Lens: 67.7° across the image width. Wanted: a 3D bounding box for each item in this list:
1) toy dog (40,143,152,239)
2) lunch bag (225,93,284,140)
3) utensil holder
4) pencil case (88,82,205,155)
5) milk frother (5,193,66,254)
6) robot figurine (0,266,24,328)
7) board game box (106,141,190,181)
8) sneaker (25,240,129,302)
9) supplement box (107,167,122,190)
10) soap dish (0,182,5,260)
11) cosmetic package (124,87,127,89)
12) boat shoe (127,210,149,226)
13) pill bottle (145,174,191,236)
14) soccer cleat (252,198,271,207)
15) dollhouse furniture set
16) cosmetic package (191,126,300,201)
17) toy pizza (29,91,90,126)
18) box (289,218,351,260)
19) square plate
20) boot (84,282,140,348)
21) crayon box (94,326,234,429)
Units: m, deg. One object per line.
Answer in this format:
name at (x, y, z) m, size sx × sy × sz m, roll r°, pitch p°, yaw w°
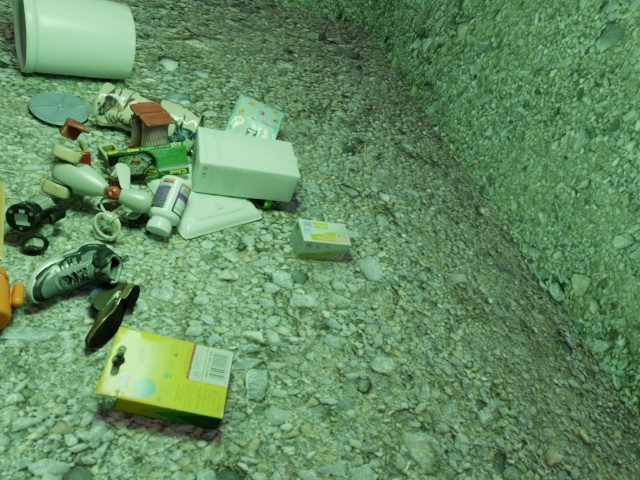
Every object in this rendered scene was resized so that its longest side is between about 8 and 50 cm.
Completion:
toy dog at (-0.721, -0.174, 1.544) m, size 0.334 × 0.220 × 0.161 m, roll 43°, pitch -2°, yaw -14°
lunch bag at (-0.302, -0.487, 2.108) m, size 0.224 × 0.160 × 0.262 m, roll 23°, pitch 53°, yaw -14°
utensil holder at (-0.980, -0.819, 1.907) m, size 0.386 × 0.327 × 0.327 m, roll -6°, pitch 53°, yaw -37°
pencil case at (-0.670, -0.474, 1.871) m, size 0.411 × 0.160 × 0.183 m, roll 15°, pitch 70°, yaw -18°
milk frother at (-0.843, -0.048, 1.414) m, size 0.129 × 0.143 × 0.134 m, roll 25°, pitch 13°, yaw -12°
robot figurine at (-0.846, 0.145, 1.192) m, size 0.158 × 0.128 × 0.219 m, roll -25°, pitch 59°, yaw -3°
board game box at (-0.601, -0.274, 1.682) m, size 0.260 × 0.136 × 0.030 m, roll -11°, pitch 50°, yaw -16°
sneaker at (-0.665, 0.091, 1.330) m, size 0.153 × 0.101 × 0.268 m, roll 11°, pitch 32°, yaw 23°
supplement box at (-0.702, -0.200, 1.643) m, size 0.043 × 0.083 × 0.055 m, roll 20°, pitch 42°, yaw -12°
soap dish at (-0.992, -0.044, 1.292) m, size 0.229 × 0.118 × 0.290 m, roll -1°, pitch 50°, yaw -30°
cosmetic package at (-0.836, -0.581, 1.953) m, size 0.041 × 0.060 × 0.115 m, roll 43°, pitch 44°, yaw 12°
boat shoe at (-0.606, -0.095, 1.632) m, size 0.049 × 0.042 × 0.133 m, roll 18°, pitch 39°, yaw 16°
pill bottle at (-0.519, -0.115, 1.620) m, size 0.108 × 0.108 × 0.193 m, roll 20°, pitch 65°, yaw -13°
soccer cleat at (-0.269, -0.197, 1.908) m, size 0.179 × 0.060 × 0.072 m, roll 42°, pitch 20°, yaw 8°
dollhouse furniture set at (-0.710, -0.344, 1.661) m, size 0.374 × 0.201 × 0.152 m, roll -20°, pitch 53°, yaw -38°
cosmetic package at (-0.290, -0.288, 1.838) m, size 0.385 × 0.156 × 0.217 m, roll 7°, pitch 47°, yaw -23°
toy pizza at (-0.983, -0.492, 1.802) m, size 0.201 × 0.032 × 0.201 m, roll 16°, pitch 43°, yaw -15°
box at (0.000, 0.000, 1.848) m, size 0.203 × 0.103 × 0.114 m, roll 5°, pitch 47°, yaw -26°
square plate at (-0.440, -0.179, 1.805) m, size 0.347 × 0.049 × 0.344 m, roll -20°, pitch 61°, yaw -41°
boot at (-0.610, 0.201, 1.335) m, size 0.106 × 0.082 × 0.219 m, roll 13°, pitch 44°, yaw 13°
crayon box at (-0.407, 0.364, 1.272) m, size 0.319 × 0.081 × 0.202 m, roll 18°, pitch 43°, yaw -15°
